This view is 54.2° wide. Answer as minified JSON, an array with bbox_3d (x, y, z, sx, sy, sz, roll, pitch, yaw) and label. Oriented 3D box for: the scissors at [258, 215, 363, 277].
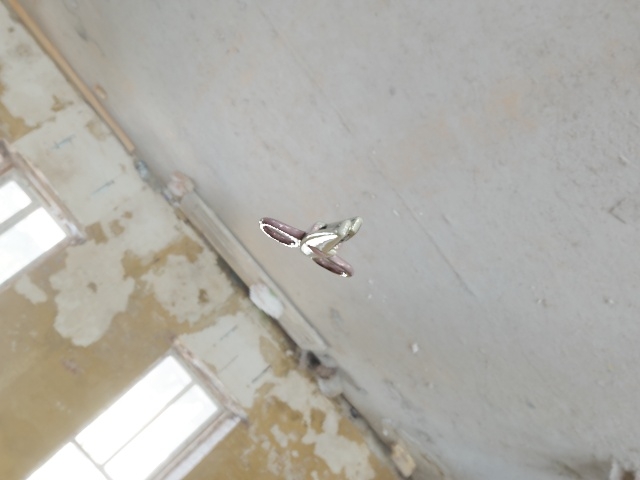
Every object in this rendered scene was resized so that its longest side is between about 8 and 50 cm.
[{"bbox_3d":[0.000,0.000,0.433,0.085,0.022,0.176,32,169,-6],"label":"scissors"}]
